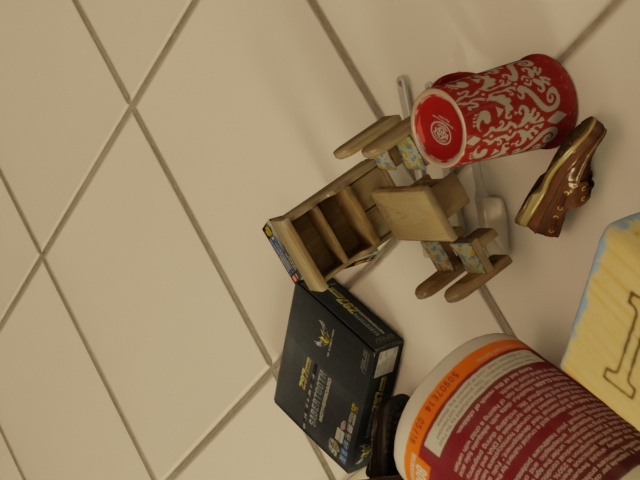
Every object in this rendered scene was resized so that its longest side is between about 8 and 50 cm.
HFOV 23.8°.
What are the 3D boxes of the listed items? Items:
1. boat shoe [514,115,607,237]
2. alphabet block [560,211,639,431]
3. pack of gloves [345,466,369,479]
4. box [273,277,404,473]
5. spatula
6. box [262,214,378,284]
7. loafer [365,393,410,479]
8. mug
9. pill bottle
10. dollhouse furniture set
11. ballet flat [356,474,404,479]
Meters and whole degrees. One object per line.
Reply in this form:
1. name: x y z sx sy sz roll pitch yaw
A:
1. boat shoe: 0.285 -0.070 1.733 0.060 0.064 0.178 31 135 3
2. alphabet block: 0.394 0.088 1.539 0.197 0.192 0.193 41 135 38
3. pack of gloves: 0.043 0.457 2.257 0.232 0.046 0.195 -40 73 51
4. box: 0.022 0.188 2.167 0.183 0.059 0.232 42 134 37
5. spatula: 0.163 -0.093 1.912 0.168 0.019 0.242 3 106 58
6. box: 0.000 0.000 2.056 0.094 0.137 0.027 59 141 19
7. loafer: 0.092 0.308 2.104 0.078 0.080 0.220 23 121 45
8. mug: 0.183 -0.141 1.737 0.150 0.169 0.113 -6 99 53
9. pill bottle: 0.288 0.294 1.726 0.392 0.224 0.224 37 131 39
10. dollhouse furniture set: 0.072 -0.021 1.863 0.212 0.161 0.242 60 159 -14
11. ballet flat: 0.145 0.365 2.005 0.342 0.116 0.124 -15 134 26
